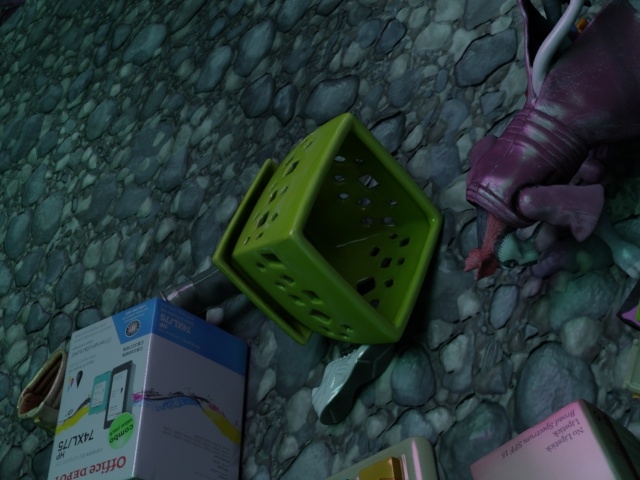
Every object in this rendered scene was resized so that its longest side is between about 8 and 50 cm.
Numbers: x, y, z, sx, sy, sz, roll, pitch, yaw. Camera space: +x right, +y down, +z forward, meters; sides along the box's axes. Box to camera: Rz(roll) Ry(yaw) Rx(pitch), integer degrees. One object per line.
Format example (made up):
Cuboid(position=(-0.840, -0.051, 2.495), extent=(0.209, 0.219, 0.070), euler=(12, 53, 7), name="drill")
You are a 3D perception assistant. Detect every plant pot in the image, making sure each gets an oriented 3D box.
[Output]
Cuboid(position=(0.000, 0.000, 1.388), extent=(0.207, 0.227, 0.228), euler=(-16, 38, 44), name="plant pot")

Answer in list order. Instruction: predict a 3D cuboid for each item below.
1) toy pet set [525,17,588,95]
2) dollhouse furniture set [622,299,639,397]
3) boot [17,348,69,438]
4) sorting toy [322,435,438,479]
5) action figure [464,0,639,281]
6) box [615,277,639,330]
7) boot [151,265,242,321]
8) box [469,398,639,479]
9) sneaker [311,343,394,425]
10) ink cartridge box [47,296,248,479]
Cuboid(position=(0.345, -0.231, 1.367), extent=(0.122, 0.065, 0.114), euler=(-56, 5, -4), name="toy pet set")
Cuboid(position=(0.375, 0.099, 1.083), extent=(0.076, 0.058, 0.152), euler=(17, 99, 42), name="dollhouse furniture set")
Cuboid(position=(-0.392, 0.317, 1.598), extent=(0.095, 0.203, 0.262), euler=(17, 75, 49), name="boot")
Cuboid(position=(0.056, 0.356, 1.258), extent=(0.208, 0.038, 0.193), euler=(-30, 46, 27), name="sorting toy")
Cuboid(position=(0.268, -0.116, 1.187), extent=(0.248, 0.275, 0.370), euler=(26, 81, 47), name="action figure")
Cuboid(position=(0.412, 0.069, 1.105), extent=(0.116, 0.029, 0.162), euler=(-57, 39, -1), name="box")
Cuboid(position=(-0.141, 0.074, 1.595), extent=(0.208, 0.190, 0.076), euler=(-33, 74, -4), name="boot")
Cuboid(position=(0.269, 0.301, 1.016), extent=(0.148, 0.127, 0.232), euler=(-38, 43, 20), name="box")
Cuboid(position=(0.038, 0.174, 1.387), extent=(0.152, 0.053, 0.061), euler=(-50, 38, 8), name="sneaker")
Cuboid(position=(-0.246, 0.262, 1.496), extent=(0.198, 0.197, 0.270), euler=(-23, 50, 33), name="ink cartridge box")
